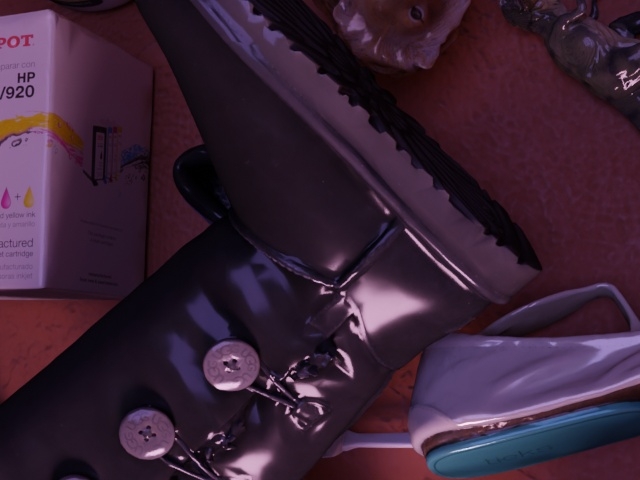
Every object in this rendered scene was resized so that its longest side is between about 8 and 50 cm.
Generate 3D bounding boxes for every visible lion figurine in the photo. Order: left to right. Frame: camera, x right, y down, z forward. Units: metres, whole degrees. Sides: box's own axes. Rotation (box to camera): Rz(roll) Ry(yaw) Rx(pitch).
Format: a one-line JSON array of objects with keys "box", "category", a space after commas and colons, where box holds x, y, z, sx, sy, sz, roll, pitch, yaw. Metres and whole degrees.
[{"box": [-0.022, -0.308, 0.816, 0.392, 0.142, 0.240, 28, 91, 22], "category": "lion figurine"}]

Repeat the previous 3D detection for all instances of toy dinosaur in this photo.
[{"box": [0.257, -0.150, 0.748, 0.118, 0.064, 0.268, -43, 76, 16], "category": "toy dinosaur"}]

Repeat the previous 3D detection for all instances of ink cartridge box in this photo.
[{"box": [-0.269, -0.065, 0.848, 0.171, 0.168, 0.233, -2, 83, 18], "category": "ink cartridge box"}]

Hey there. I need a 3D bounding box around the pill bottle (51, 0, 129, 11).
[{"box": [-0.267, -0.335, 0.789, 0.187, 0.334, 0.188, -2, 84, 17], "category": "pill bottle"}]

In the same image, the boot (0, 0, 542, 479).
[{"box": [-0.125, 0.040, 0.692, 0.367, 0.146, 0.445, 46, 108, -3], "category": "boot"}]

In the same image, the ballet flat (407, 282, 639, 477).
[{"box": [0.257, 0.083, 0.691, 0.400, 0.139, 0.139, -11, 81, 13], "category": "ballet flat"}]

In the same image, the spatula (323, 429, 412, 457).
[{"box": [0.047, 0.200, 0.747, 0.242, 0.168, 0.019, -5, 124, 16], "category": "spatula"}]

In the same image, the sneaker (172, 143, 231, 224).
[{"box": [0.000, 0.000, 0.778, 0.283, 0.124, 0.107, 23, 92, 19], "category": "sneaker"}]
